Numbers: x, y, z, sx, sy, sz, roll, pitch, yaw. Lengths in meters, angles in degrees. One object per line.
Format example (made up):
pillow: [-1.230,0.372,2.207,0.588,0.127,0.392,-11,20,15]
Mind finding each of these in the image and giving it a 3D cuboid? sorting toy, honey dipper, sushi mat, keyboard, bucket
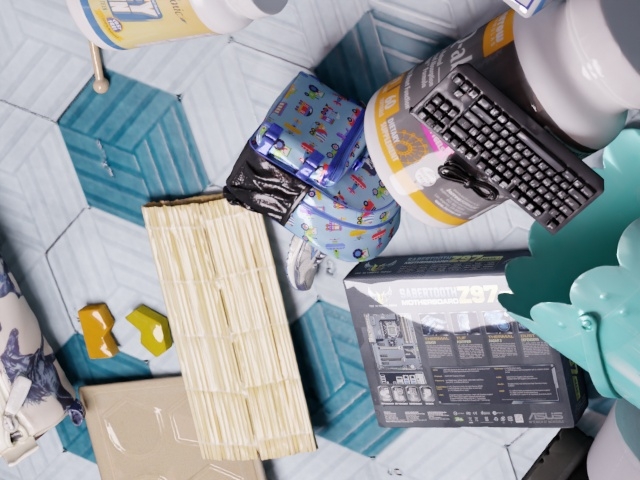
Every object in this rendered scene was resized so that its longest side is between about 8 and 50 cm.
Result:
sorting toy: [-0.177,0.214,2.177,0.229,0.041,0.307,-6,105,25]
honey dipper: [-0.248,-0.234,1.990,0.030,0.030,0.161,3,118,24]
sushi mat: [-0.102,0.099,2.068,0.151,0.019,0.316,-6,106,23]
keyboard: [0.161,-0.074,1.688,0.180,0.023,0.108,40,128,-11]
bucket: [0.319,0.021,1.710,0.183,0.281,0.281,41,125,-9]

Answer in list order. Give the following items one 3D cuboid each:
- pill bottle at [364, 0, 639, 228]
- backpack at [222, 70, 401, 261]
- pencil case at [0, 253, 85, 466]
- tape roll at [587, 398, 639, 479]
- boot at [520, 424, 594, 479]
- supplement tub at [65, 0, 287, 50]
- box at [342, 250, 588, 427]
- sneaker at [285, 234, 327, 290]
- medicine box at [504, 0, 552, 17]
pill bottle: [0.191,-0.135,1.753,0.278,0.162,0.162,-30,99,33]
backpack: [0.012,-0.068,1.873,0.173,0.158,0.117,34,131,3]
pencil case: [-0.425,0.061,2.130,0.183,0.160,0.410,9,125,65]
tape roll: [0.377,0.229,1.812,0.219,0.219,0.072,28,122,10]
boot: [0.271,0.391,1.933,0.260,0.131,0.348,37,96,5]
supplement tub: [-0.143,-0.272,1.851,0.199,0.144,0.144,-6,112,27]
box: [0.154,0.107,1.952,0.232,0.059,0.183,-4,113,27]
sneaker: [0.000,0.000,1.977,0.058,0.052,0.135,17,121,12]
medicine box: [0.160,-0.391,1.594,0.289,0.149,0.263,40,143,7]
